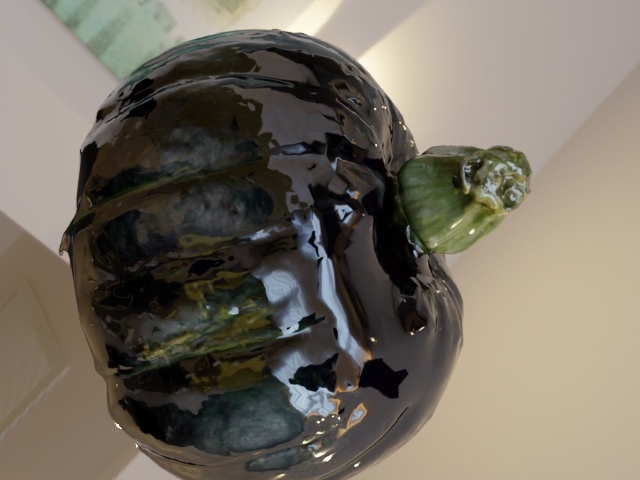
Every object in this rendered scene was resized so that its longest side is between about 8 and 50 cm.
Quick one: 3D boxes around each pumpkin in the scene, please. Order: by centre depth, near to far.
[{"bbox_3d":[0.000,0.000,0.505,0.296,0.296,0.296,-25,-140,23],"label":"pumpkin"}]
